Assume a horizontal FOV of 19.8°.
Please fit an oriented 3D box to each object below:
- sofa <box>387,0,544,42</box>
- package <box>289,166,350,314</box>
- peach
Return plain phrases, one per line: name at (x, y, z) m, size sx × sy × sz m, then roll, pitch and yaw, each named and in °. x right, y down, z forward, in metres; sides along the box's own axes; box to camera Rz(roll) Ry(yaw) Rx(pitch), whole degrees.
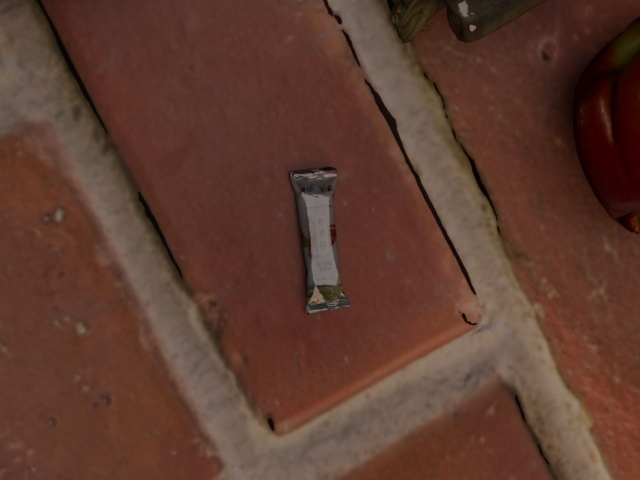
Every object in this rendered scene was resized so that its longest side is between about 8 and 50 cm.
sofa at (0.105, -0.291, 1.328) m, size 0.200 × 0.182 × 0.258 m, roll -31°, pitch 98°, yaw -9°
package at (0.000, 0.000, 1.399) m, size 0.037 × 0.015 × 0.110 m, roll -6°, pitch 92°, yaw -7°
peach at (0.305, -0.070, 1.382) m, size 0.226 × 0.196 × 0.190 m, roll 43°, pitch 118°, yaw -13°
